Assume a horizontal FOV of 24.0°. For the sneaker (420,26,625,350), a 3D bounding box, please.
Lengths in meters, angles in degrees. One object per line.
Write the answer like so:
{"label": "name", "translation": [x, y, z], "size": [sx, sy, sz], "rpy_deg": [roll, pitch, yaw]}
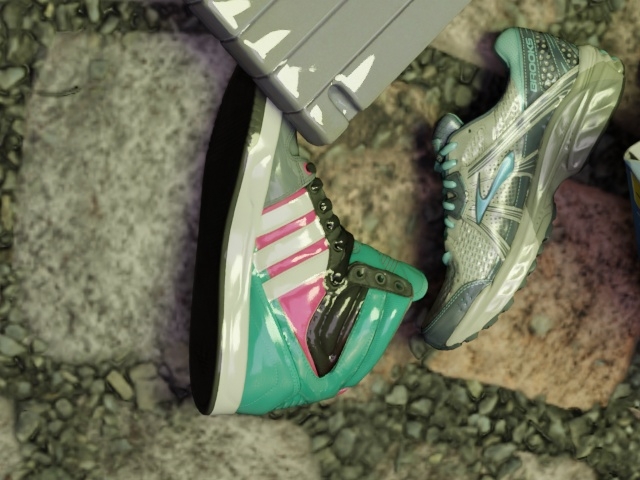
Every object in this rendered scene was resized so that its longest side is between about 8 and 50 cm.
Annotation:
{"label": "sneaker", "translation": [0.138, -0.046, 1.258], "size": [0.122, 0.110, 0.283], "rpy_deg": [26, 94, -3]}

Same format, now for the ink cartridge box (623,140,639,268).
{"label": "ink cartridge box", "translation": [0.405, -0.004, 1.209], "size": [0.270, 0.395, 0.151], "rpy_deg": [-31, 64, 0]}

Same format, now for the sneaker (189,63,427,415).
{"label": "sneaker", "translation": [0.000, 0.000, 1.224], "size": [0.178, 0.124, 0.295], "rpy_deg": [5, 95, -21]}

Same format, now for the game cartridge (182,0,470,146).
{"label": "game cartridge", "translation": [0.046, -0.275, 1.150], "size": [0.355, 0.068, 0.230], "rpy_deg": [-46, 104, -11]}
